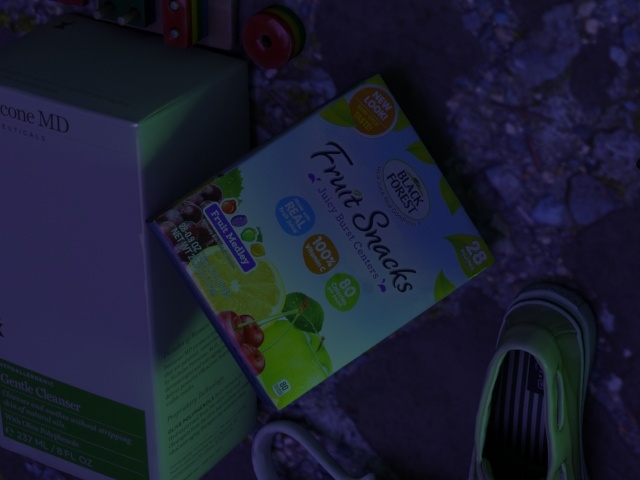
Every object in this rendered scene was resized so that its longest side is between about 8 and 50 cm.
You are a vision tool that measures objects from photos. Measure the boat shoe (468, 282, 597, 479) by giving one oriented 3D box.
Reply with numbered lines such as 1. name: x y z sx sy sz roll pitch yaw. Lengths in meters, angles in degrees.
1. boat shoe: 0.157 0.178 1.499 0.109 0.094 0.302 14 122 26

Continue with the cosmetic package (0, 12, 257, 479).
1. cosmetic package: -0.172 0.016 1.584 0.197 0.155 0.365 16 124 29

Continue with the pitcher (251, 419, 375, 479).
1. pitcher: 0.019 0.248 1.623 0.207 0.125 0.177 2 100 44

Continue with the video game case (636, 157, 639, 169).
1. video game case: 0.390 -0.002 1.286 0.275 0.035 0.248 -25 100 39

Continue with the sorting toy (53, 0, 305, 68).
1. sorting toy: -0.141 -0.223 1.500 0.275 0.046 0.132 17 123 25

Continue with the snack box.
1. snack box: 0.000 0.000 1.435 0.174 0.207 0.070 57 169 -7
